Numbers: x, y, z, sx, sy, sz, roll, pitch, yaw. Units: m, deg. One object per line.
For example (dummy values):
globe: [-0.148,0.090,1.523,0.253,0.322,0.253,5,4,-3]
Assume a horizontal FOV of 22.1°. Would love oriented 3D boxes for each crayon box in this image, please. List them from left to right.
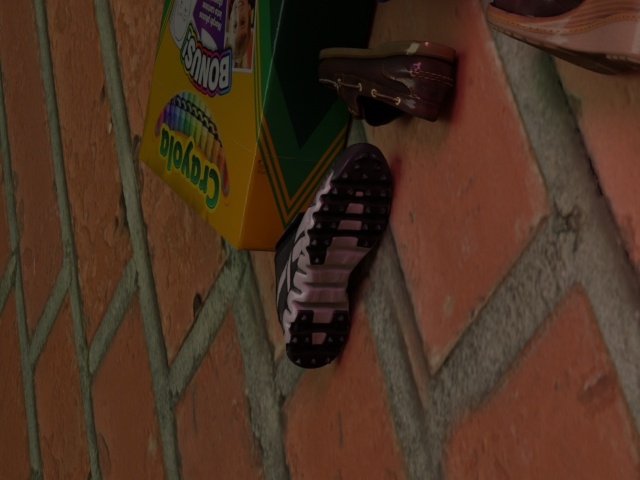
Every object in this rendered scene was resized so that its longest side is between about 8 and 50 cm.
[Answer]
crayon box: [-0.079,-0.188,1.757,0.363,0.106,0.313,-141,60,-62]

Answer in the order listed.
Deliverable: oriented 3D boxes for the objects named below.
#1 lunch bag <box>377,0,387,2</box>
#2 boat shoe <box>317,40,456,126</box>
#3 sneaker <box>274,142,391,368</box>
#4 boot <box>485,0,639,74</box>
lunch bag: [-0.062,-0.412,1.422,0.239,0.385,0.328,-33,-44,-70]
boat shoe: [0.051,-0.140,1.493,0.207,0.073,0.073,-171,89,-67]
sneaker: [0.000,0.000,1.571,0.106,0.078,0.234,-124,43,-52]
boot: [0.219,-0.225,1.156,0.248,0.090,0.207,27,97,66]
